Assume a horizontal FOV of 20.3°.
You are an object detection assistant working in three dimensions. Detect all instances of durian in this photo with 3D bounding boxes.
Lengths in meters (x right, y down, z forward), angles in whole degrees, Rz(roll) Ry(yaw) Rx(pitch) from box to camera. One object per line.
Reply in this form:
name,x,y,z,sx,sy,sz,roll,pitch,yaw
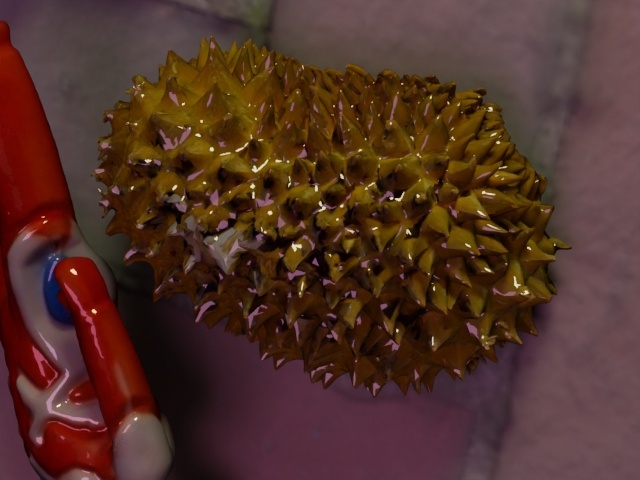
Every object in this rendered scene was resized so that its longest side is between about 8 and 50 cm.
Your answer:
durian,-0.003,-0.003,0.901,0.249,0.138,0.183,10,102,16

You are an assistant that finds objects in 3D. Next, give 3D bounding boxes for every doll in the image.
doll,-0.136,0.068,0.984,0.384,0.099,0.188,66,161,-8
